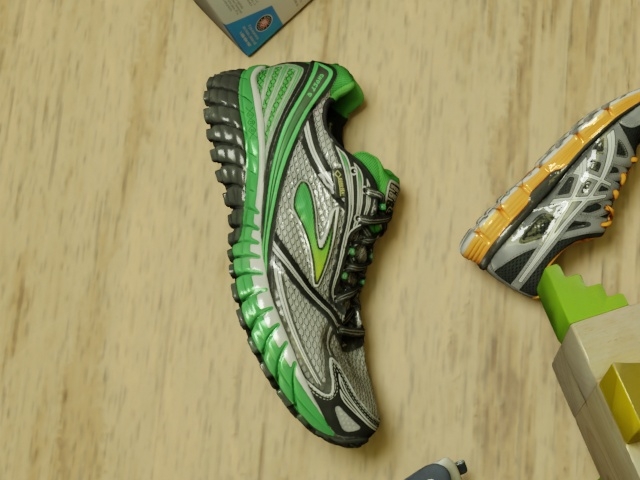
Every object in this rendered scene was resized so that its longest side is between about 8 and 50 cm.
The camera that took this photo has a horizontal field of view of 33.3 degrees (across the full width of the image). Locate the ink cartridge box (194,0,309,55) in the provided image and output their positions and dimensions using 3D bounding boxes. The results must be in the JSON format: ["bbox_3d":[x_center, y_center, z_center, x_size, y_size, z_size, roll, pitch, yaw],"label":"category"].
[{"bbox_3d":[-0.035,-0.283,0.949,0.203,0.148,0.086,-43,71,0],"label":"ink cartridge box"}]

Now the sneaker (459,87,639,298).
[{"bbox_3d":[0.214,-0.042,0.885,0.215,0.084,0.083,-45,86,3],"label":"sneaker"}]

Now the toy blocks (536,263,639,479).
[{"bbox_3d":[0.349,0.165,0.769,0.260,0.191,0.382,-17,66,-5],"label":"toy blocks"}]

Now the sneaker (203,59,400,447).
[{"bbox_3d":[0.000,0.000,0.888,0.146,0.134,0.344,-13,75,8],"label":"sneaker"}]

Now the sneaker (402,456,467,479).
[{"bbox_3d":[0.046,0.224,0.858,0.235,0.094,0.153,24,65,35],"label":"sneaker"}]
